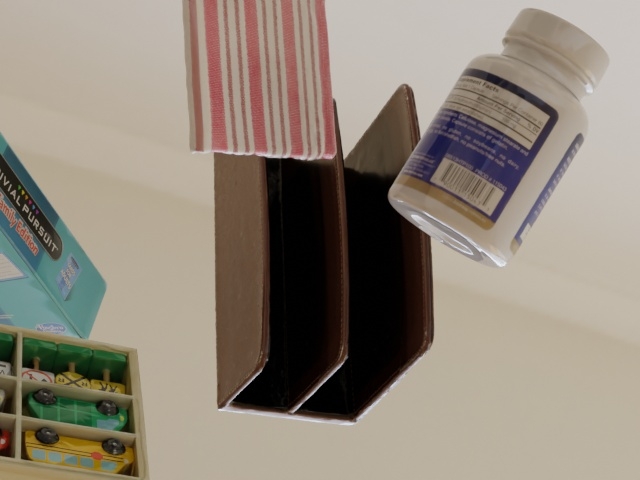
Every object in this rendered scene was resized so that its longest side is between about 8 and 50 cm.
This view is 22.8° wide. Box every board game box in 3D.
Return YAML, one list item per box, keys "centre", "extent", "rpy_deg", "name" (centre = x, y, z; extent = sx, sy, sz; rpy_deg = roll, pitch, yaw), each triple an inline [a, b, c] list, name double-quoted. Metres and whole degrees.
- centre: [-0.397, -0.026, 1.562]
  extent: [0.254, 0.079, 0.336]
  rpy_deg: [-3, -40, 23]
  name: "board game box"

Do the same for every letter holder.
- centre: [0.000, 0.000, 1.580]
  extent: [0.152, 0.302, 0.214]
  rpy_deg: [9, -31, -21]
  name: "letter holder"

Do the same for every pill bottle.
- centre: [0.145, -0.083, 1.252]
  extent: [0.112, 0.186, 0.112]
  rpy_deg: [32, -6, 4]
  name: "pill bottle"

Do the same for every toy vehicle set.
- centre: [-0.255, 0.112, 1.101]
  extent: [0.267, 0.166, 0.035]
  rpy_deg: [11, -63, -17]
  name: "toy vehicle set"

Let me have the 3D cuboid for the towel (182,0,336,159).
- centre: [-0.047, -0.131, 1.176]
  extent: [0.029, 0.144, 0.197]
  rpy_deg: [-5, -1, 30]
  name: "towel"
